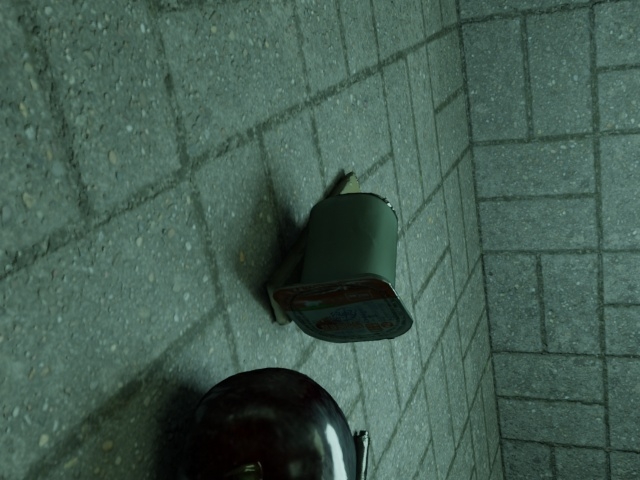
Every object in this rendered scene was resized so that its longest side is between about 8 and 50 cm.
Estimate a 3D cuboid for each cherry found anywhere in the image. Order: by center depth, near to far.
[{"bbox_3d":[-0.061,0.289,0.887,0.296,0.218,0.255,36,50,-67],"label":"cherry"}]

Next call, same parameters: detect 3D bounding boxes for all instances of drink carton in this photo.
[{"bbox_3d":[0.044,0.043,1.128,0.191,0.186,0.189,53,31,-47],"label":"drink carton"}]

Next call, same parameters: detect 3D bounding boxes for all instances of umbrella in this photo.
[{"bbox_3d":[0.078,0.444,1.408,0.036,0.031,0.133,45,49,-59],"label":"umbrella"}]

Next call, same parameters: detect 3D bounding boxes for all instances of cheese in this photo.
[{"bbox_3d":[0.002,-0.001,1.254,0.400,0.034,0.085,-56,138,-52],"label":"cheese"}]
